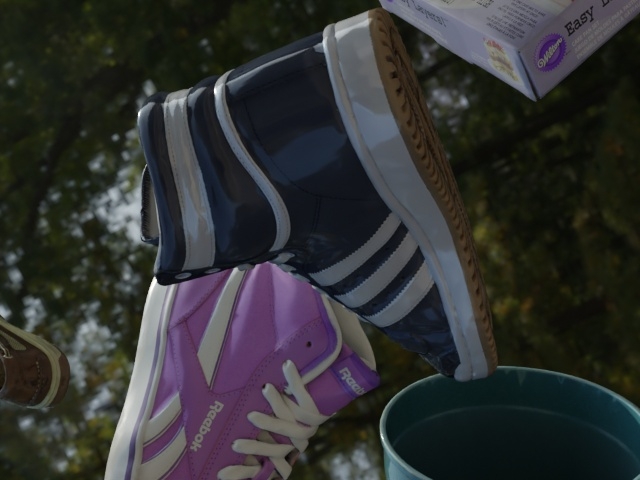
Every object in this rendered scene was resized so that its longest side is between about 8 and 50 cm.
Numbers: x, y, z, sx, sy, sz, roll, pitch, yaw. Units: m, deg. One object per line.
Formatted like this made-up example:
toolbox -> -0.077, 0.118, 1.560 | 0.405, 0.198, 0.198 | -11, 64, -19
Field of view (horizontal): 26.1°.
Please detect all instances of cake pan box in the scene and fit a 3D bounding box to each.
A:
cake pan box -> 0.199, -0.269, 1.257 | 0.267, 0.245, 0.070 | 43, 169, 49

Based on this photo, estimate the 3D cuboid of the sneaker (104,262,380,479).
sneaker -> -0.044, 0.129, 0.887 | 0.102, 0.161, 0.282 | 42, -134, -55

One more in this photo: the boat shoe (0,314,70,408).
boat shoe -> -0.383, 0.111, 1.466 | 0.095, 0.257, 0.095 | 5, -84, -54

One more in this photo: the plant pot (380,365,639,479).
plant pot -> 0.191, 0.301, 1.390 | 0.272, 0.271, 0.255 | -56, -31, -65

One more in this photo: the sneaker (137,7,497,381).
sneaker -> 0.000, 0.000, 0.742 | 0.282, 0.153, 0.099 | 62, -166, -51
